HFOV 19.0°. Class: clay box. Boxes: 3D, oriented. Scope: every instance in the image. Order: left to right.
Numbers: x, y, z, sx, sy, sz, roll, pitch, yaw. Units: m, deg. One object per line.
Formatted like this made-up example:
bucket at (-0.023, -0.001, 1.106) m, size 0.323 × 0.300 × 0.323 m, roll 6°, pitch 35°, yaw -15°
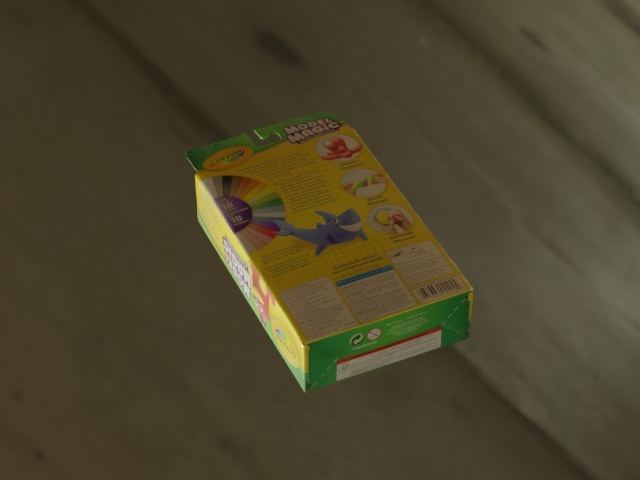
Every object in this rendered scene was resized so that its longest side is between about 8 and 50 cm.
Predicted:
clay box at (0.000, 0.000, 1.345) m, size 0.127 × 0.222 × 0.053 m, roll -17°, pitch -46°, yaw -18°
